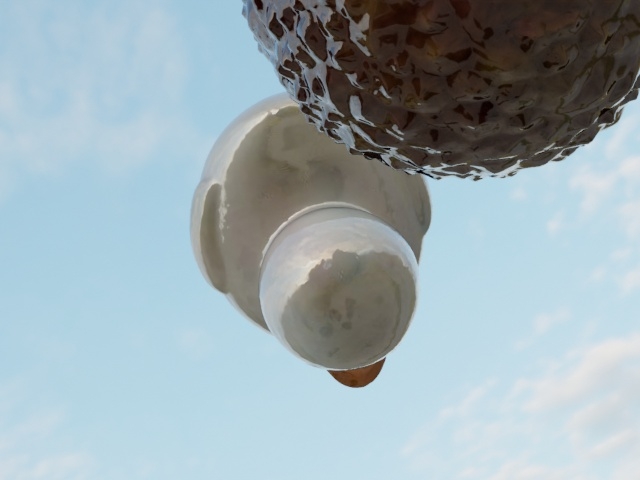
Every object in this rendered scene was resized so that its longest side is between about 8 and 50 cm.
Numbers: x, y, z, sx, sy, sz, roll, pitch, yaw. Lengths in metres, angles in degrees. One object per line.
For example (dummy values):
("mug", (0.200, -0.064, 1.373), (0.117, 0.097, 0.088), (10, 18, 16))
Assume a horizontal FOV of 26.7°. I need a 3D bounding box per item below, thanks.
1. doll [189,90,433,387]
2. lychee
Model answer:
("doll", (0.000, 0.000, 1.118), (0.221, 0.251, 0.221), (-12, 9, 2))
("lychee", (0.070, -0.159, 0.727), (0.260, 0.261, 0.261), (-20, -30, -12))
